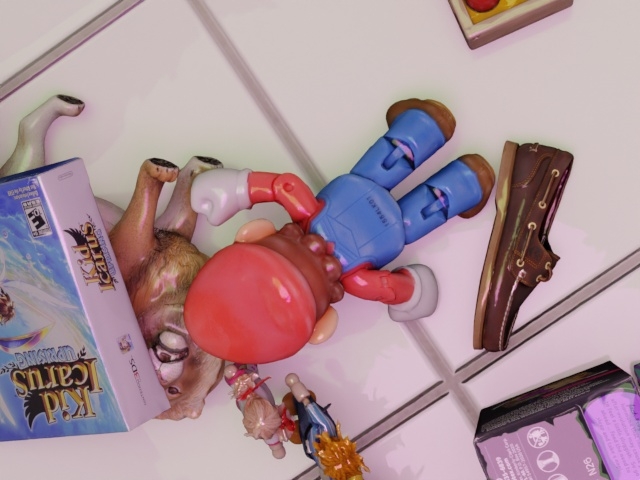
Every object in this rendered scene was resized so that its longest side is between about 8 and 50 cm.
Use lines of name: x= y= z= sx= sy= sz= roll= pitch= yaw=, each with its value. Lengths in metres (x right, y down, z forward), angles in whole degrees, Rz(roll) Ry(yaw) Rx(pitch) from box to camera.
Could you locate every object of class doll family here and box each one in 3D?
doll family: x=0.007 y=0.208 z=1.427 sx=0.118 sy=0.163 sz=0.263 roll=-25 pitch=105 yaw=-6

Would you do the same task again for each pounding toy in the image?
pounding toy: x=0.155 y=-0.270 z=1.477 sx=0.130 sy=0.100 sz=0.141 roll=-24 pitch=85 yaw=6

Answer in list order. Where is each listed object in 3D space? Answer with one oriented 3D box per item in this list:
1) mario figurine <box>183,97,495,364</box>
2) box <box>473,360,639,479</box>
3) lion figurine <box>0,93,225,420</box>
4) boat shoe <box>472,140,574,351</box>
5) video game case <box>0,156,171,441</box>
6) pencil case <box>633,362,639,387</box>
mario figurine: x=0.000 y=0.000 z=1.451 sx=0.320 sy=0.170 sz=0.198 roll=-36 pitch=56 yaw=-23
box: x=0.230 y=0.209 z=1.364 sx=0.143 sy=0.270 sz=0.165 roll=-22 pitch=85 yaw=6
lion figurine: x=-0.242 y=-0.001 z=1.518 sx=0.392 sy=0.142 sz=0.240 roll=27 pitch=108 yaw=22
boat shoe: x=0.193 y=0.008 z=1.476 sx=0.073 sy=0.073 sz=0.207 roll=11 pitch=90 yaw=10
video game case: x=-0.287 y=0.066 z=1.450 sx=0.269 sy=0.061 sz=0.244 roll=-11 pitch=103 yaw=42
pencil case: x=0.373 y=0.114 z=1.453 sx=0.152 sy=0.064 sz=0.070 roll=-29 pitch=68 yaw=6
